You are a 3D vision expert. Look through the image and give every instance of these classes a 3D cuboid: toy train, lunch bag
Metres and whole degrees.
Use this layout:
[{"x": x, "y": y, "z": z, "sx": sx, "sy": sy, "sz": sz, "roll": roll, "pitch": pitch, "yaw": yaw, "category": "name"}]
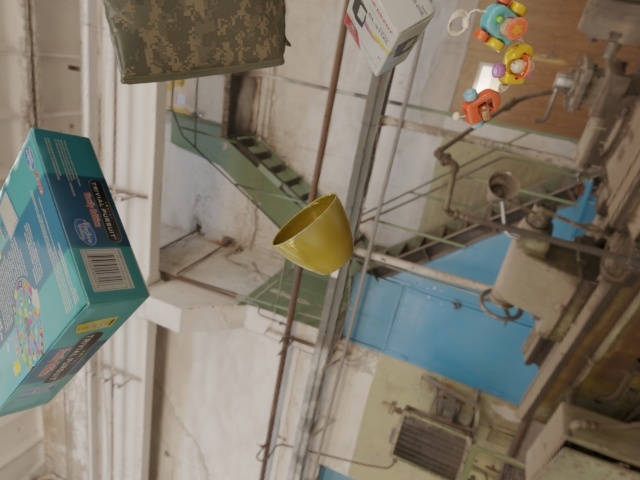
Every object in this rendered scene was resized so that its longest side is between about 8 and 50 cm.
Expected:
[{"x": 0.232, "y": -0.233, "z": 0.588, "sx": 0.166, "sy": 0.125, "sz": 0.046, "roll": 62, "pitch": -179, "yaw": -40, "category": "toy train"}, {"x": -0.191, "y": -0.393, "z": 0.692, "sx": 0.169, "sy": 0.286, "sz": 0.236, "roll": -121, "pitch": 26, "yaw": -49, "category": "lunch bag"}]

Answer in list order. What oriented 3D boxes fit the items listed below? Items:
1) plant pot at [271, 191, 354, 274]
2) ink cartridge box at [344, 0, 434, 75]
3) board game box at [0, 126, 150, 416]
[{"x": 0.000, "y": 0.000, "z": 0.722, "sx": 0.095, "sy": 0.134, "sz": 0.134, "roll": 52, "pitch": -140, "yaw": -16, "category": "plant pot"}, {"x": 0.112, "y": -0.388, "z": 0.765, "sx": 0.072, "sy": 0.128, "sz": 0.175, "roll": -31, "pitch": 2, "yaw": -4, "category": "ink cartridge box"}, {"x": -0.391, "y": 0.056, "z": 0.616, "sx": 0.336, "sy": 0.254, "sz": 0.079, "roll": -40, "pitch": -22, "yaw": 30, "category": "board game box"}]
